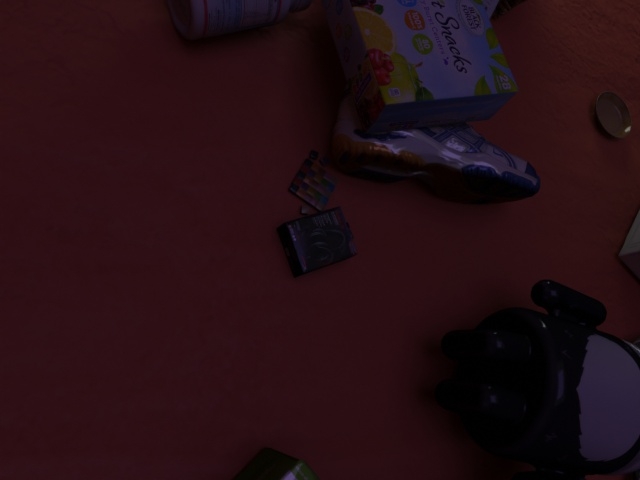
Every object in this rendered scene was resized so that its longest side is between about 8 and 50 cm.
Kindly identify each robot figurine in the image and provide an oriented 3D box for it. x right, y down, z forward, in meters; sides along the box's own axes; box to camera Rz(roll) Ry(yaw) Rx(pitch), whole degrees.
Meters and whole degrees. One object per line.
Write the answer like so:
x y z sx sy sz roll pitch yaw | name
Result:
0.275 0.177 0.647 0.278 0.174 0.209 18 112 -20 | robot figurine

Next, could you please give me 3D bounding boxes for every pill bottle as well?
-0.091 -0.289 0.638 0.160 0.087 0.087 -23 88 -28 | pill bottle

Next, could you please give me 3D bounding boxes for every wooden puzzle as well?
-0.008 -0.067 0.669 0.049 0.006 0.083 34 66 -14 | wooden puzzle

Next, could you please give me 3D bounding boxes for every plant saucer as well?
0.488 -0.209 0.929 0.083 0.015 0.084 6 75 -23 | plant saucer

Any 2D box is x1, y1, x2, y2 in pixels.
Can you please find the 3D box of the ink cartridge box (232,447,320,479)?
-0.068 0.351 0.491 0.255 0.097 0.189 -40 96 -28 | ink cartridge box

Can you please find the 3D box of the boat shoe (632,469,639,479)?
0.429 0.409 0.741 0.064 0.075 0.206 18 71 26 | boat shoe

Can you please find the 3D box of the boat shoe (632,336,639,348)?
0.528 0.247 0.809 0.076 0.080 0.229 -11 75 -25 | boat shoe

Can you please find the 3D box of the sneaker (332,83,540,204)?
0.161 -0.131 0.705 0.296 0.112 0.131 13 72 -23 | sneaker

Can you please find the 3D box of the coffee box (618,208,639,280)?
0.743 -0.017 0.821 0.334 0.337 0.338 44 63 -10 | coffee box

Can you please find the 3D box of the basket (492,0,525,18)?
0.250 -0.525 0.783 0.299 0.213 0.223 33 67 -15 | basket

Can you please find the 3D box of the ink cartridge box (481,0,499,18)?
0.156 -0.308 0.765 0.127 0.072 0.175 35 66 -12 | ink cartridge box

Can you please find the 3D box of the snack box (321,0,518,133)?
0.108 -0.236 0.640 0.174 0.070 0.207 -10 75 -20 | snack box

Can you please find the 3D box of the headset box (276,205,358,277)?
0.000 0.000 0.642 0.083 0.032 0.062 -17 85 -26 | headset box
